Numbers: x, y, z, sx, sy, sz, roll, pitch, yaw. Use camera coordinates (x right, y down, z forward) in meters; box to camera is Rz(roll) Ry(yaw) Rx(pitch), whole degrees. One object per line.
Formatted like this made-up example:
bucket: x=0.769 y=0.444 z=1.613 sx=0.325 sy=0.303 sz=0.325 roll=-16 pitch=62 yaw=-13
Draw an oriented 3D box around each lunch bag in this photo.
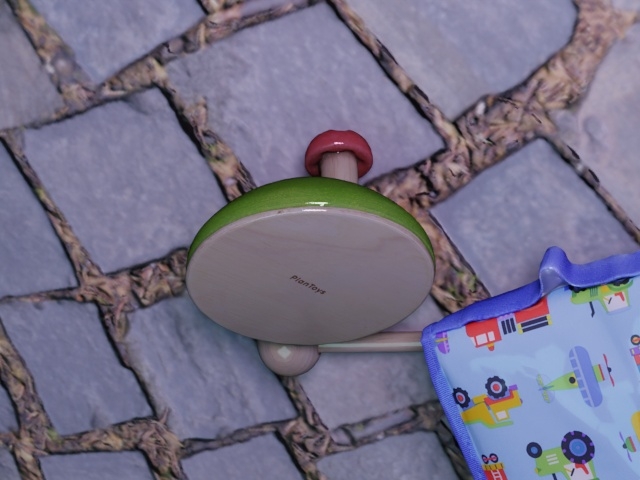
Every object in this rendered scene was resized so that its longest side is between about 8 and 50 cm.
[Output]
lunch bag: x=0.220 y=0.137 z=1.222 sx=0.221 sy=0.138 sz=0.293 roll=-18 pitch=111 yaw=27

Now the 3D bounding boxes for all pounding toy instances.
pounding toy: x=0.000 y=0.000 z=1.261 sx=0.183 sy=0.110 sz=0.237 roll=-11 pitch=145 yaw=14
